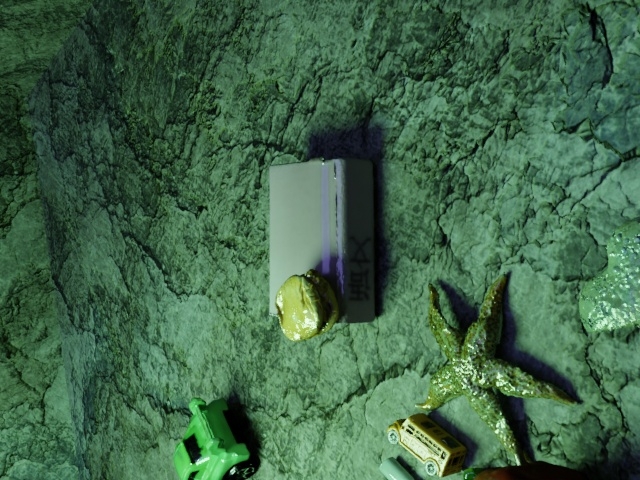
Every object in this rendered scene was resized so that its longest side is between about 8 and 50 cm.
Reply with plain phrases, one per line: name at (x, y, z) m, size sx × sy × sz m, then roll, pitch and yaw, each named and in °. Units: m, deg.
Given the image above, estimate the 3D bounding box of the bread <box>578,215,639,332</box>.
bread at (0.494, 0.075, 1.191) m, size 0.172 × 0.064 × 0.232 m, roll 48°, pitch 127°, yaw 40°

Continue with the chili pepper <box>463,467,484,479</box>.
chili pepper at (0.322, 0.501, 1.410) m, size 0.182 × 0.050 × 0.073 m, roll 44°, pitch 115°, yaw 37°

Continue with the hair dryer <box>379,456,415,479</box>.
hair dryer at (0.165, 0.572, 1.607) m, size 0.155 × 0.044 × 0.183 m, roll 42°, pitch 124°, yaw 44°

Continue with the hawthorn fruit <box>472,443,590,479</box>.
hawthorn fruit at (0.344, 0.475, 1.215) m, size 0.275 × 0.275 × 0.299 m, roll -27°, pitch 63°, yaw 47°

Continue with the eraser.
eraser at (0.000, 0.000, 1.736) m, size 0.272 × 0.122 × 0.359 m, roll -2°, pitch 88°, yaw 52°

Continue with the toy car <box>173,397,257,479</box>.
toy car at (-0.305, 0.575, 2.059) m, size 0.358 × 0.176 × 0.213 m, roll -58°, pitch 49°, yaw 33°

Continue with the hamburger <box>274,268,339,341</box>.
hamburger at (-0.031, 0.138, 1.618) m, size 0.147 × 0.083 × 0.138 m, roll -35°, pitch 70°, yaw 42°

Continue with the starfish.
starfish at (0.303, 0.229, 1.418) m, size 0.358 × 0.078 × 0.347 m, roll 4°, pitch 91°, yaw 50°

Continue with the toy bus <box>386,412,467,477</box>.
toy bus at (0.210, 0.399, 1.526) m, size 0.162 × 0.069 × 0.074 m, roll 33°, pitch 114°, yaw 43°
